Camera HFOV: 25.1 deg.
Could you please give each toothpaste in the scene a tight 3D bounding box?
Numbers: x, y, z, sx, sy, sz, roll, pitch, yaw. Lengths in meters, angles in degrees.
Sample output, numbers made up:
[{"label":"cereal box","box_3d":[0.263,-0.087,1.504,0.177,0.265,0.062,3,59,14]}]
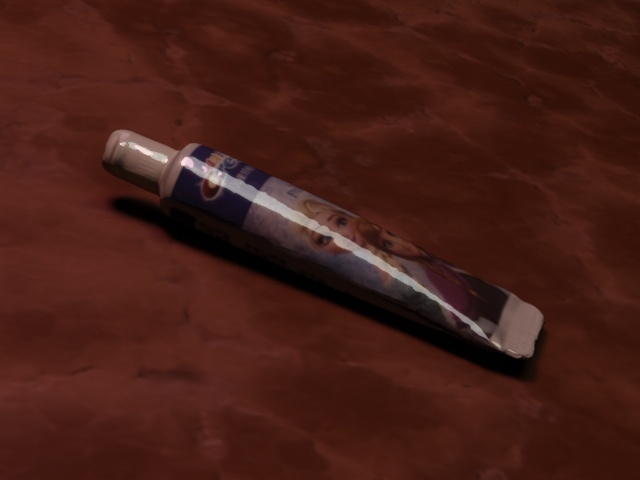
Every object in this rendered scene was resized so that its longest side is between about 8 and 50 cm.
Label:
[{"label":"toothpaste","box_3d":[0.000,0.000,0.653,0.216,0.037,0.062,24,25,7]}]
